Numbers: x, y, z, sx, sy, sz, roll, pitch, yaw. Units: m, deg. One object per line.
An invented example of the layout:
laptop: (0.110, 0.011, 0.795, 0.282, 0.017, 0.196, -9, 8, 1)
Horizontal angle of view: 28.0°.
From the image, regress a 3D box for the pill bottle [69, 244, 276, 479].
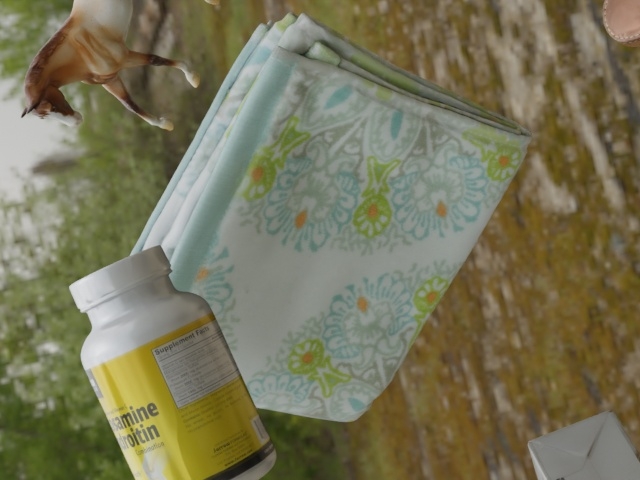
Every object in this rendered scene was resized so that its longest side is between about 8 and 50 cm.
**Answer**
pill bottle: (-0.113, 0.102, 0.942, 0.103, 0.103, 0.184, 152, 93, -84)

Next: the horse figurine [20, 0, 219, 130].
horse figurine: (-0.184, -0.223, 1.238, 0.066, 0.174, 0.263, 15, 89, 54)

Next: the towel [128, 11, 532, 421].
towel: (0.000, 0.000, 1.215, 0.375, 0.320, 0.090, -59, 38, 15)

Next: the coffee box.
coffee box: (0.302, 0.315, 1.320, 0.141, 0.098, 0.247, -112, 1, -51)

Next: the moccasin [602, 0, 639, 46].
moccasin: (0.439, -0.335, 1.447, 0.380, 0.146, 0.139, -32, 68, 59)
